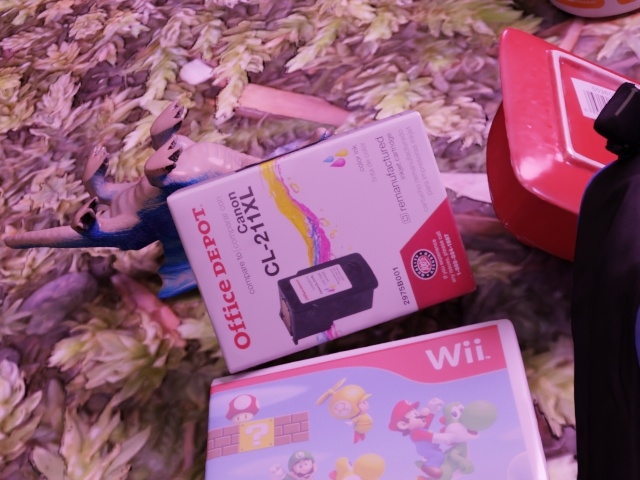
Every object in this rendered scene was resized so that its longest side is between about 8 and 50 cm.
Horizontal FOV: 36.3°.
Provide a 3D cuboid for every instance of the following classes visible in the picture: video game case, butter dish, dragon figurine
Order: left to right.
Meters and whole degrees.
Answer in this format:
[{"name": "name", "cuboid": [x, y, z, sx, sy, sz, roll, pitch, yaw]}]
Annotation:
[{"name": "dragon figurine", "cuboid": [-0.115, -0.015, 0.770, 0.289, 0.144, 0.085, -30, 40, 21]}, {"name": "video game case", "cuboid": [0.031, 0.173, 0.536, 0.204, 0.025, 0.285, -13, 41, 9]}, {"name": "butter dish", "cuboid": [0.169, -0.039, 0.659, 0.160, 0.118, 0.160, 19, 48, -16]}]

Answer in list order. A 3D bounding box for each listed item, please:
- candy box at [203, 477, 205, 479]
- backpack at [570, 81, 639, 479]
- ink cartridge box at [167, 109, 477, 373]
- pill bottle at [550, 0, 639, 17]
[{"name": "candy box", "cuboid": [0.001, 0.196, 0.566, 0.206, 0.027, 0.105, 10, 50, 31]}, {"name": "backpack", "cuboid": [0.252, 0.075, 0.404, 0.263, 0.276, 0.213, -9, 31, -2]}, {"name": "ink cartridge box", "cuboid": [0.000, 0.000, 0.663, 0.175, 0.127, 0.072, -19, 7, 1]}, {"name": "pill bottle", "cuboid": [0.227, -0.303, 0.799, 0.121, 0.216, 0.121, -12, 46, 13]}]
